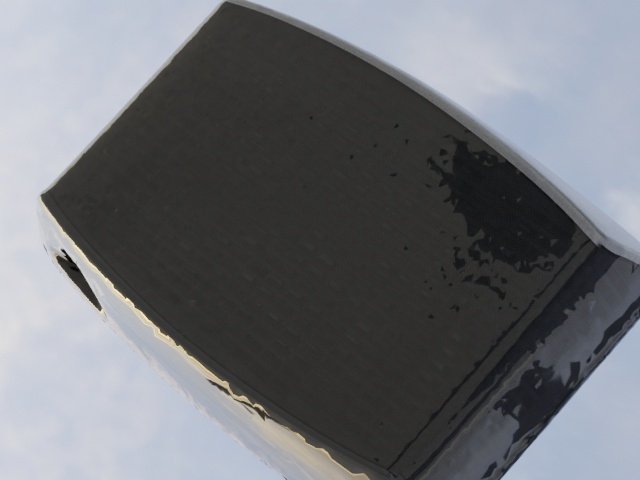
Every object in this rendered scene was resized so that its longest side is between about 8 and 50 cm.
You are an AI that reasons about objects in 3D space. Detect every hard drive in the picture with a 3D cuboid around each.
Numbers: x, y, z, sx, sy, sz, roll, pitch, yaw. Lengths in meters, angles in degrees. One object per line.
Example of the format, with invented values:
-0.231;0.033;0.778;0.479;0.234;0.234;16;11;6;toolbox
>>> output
0.000;0.000;0.806;0.172;0.054;0.254;-47;-127;-9;hard drive
